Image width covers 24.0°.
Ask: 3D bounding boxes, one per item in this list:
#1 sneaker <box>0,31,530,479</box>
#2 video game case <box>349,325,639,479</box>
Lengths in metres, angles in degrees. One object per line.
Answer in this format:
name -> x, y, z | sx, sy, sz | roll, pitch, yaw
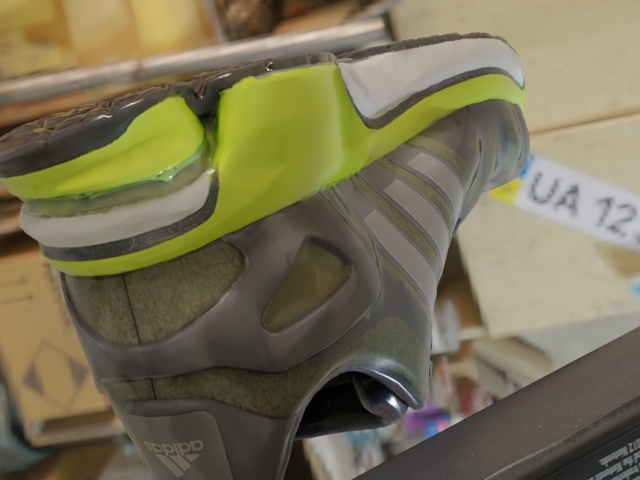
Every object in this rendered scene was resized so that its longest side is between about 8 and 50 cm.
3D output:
sneaker -> 0.000, 0.000, 0.509 | 0.300, 0.111, 0.121 | -21, 101, -62
video game case -> 0.090, 0.150, 0.438 | 0.035, 0.275, 0.248 | 37, -30, 60
